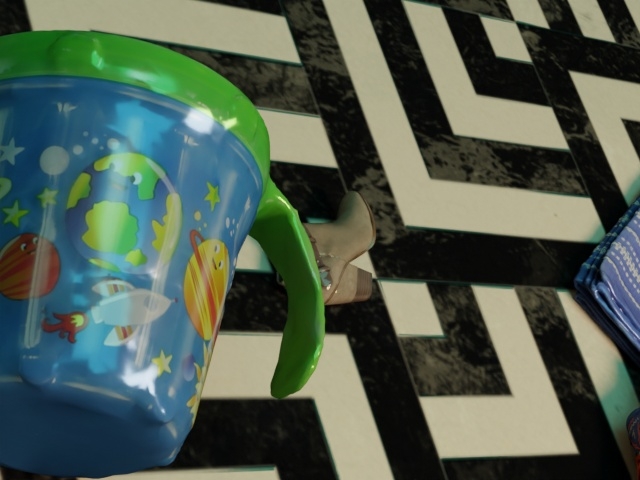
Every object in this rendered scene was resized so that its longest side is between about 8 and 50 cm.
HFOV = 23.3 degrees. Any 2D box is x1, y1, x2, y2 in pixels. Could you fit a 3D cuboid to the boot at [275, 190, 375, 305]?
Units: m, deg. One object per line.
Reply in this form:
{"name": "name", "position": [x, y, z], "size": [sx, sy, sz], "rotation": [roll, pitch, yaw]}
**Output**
{"name": "boot", "position": [0.000, 0.000, 1.265], "size": [0.087, 0.042, 0.118], "rotation": [16, 49, -29]}

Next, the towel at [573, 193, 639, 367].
{"name": "towel", "position": [0.394, 0.054, 1.572], "size": [0.243, 0.040, 0.336], "rotation": [48, 40, -1]}

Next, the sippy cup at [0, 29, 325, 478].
{"name": "sippy cup", "position": [-0.155, 0.023, 0.988], "size": [0.305, 0.240, 0.224], "rotation": [1, 62, 5]}

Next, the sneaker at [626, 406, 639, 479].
{"name": "sneaker", "position": [0.303, 0.189, 1.366], "size": [0.087, 0.083, 0.221], "rotation": [26, 43, 11]}
